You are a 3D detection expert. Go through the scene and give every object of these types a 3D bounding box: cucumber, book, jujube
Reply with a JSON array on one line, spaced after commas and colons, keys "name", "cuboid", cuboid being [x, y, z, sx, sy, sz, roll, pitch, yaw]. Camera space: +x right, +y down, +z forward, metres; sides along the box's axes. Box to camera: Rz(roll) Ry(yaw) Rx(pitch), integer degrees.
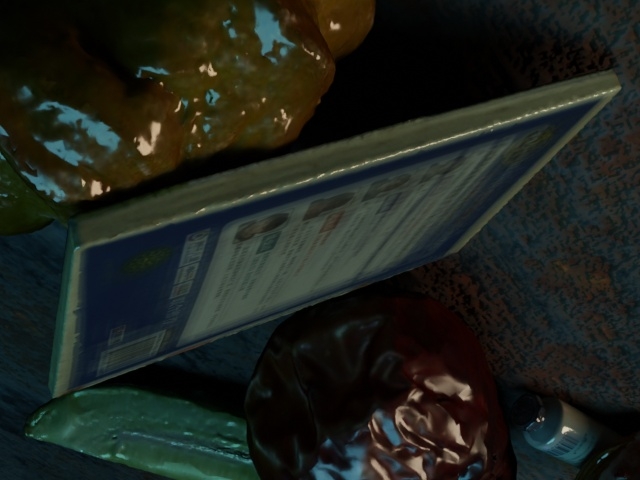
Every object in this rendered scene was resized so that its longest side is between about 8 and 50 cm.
[{"name": "cucumber", "cuboid": [-0.168, 0.219, 1.016, 0.325, 0.105, 0.145, 9, 171, 12]}, {"name": "book", "cuboid": [0.000, 0.000, 0.526, 0.322, 0.018, 0.228, -18, 162, -27]}, {"name": "jujube", "cuboid": [0.073, 0.173, 0.772, 0.216, 0.216, 0.342, -6, 147, 29]}]

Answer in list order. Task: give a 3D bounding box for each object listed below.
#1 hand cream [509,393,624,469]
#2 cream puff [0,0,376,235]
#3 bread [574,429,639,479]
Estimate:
[{"name": "hand cream", "cuboid": [0.278, 0.209, 0.861, 0.234, 0.050, 0.080, 31, 134, -25]}, {"name": "cream puff", "cuboid": [-0.098, -0.107, 0.455, 0.268, 0.241, 0.155, -22, 140, 4]}, {"name": "bread", "cuboid": [0.312, 0.246, 0.819, 0.160, 0.073, 0.161, -4, 127, -6]}]
